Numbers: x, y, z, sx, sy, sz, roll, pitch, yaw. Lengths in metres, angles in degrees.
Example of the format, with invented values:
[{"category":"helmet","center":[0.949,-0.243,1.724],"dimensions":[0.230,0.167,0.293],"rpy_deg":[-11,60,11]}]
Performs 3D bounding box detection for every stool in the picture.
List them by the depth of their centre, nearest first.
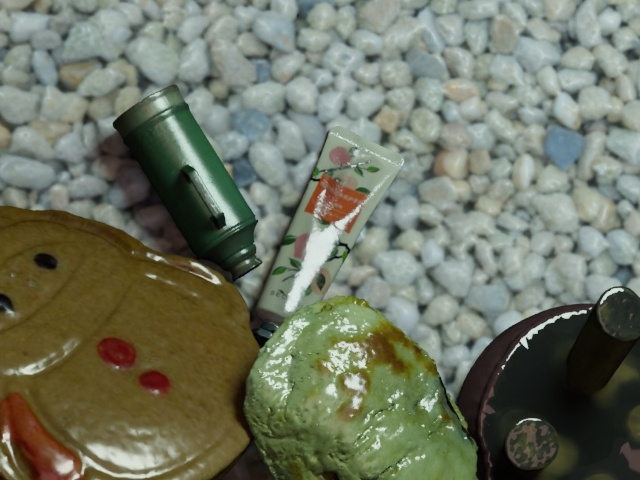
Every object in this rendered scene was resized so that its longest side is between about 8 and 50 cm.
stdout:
[{"category":"stool","center":[0.271,0.181,1.763],"dimensions":[0.272,0.178,0.272],"rpy_deg":[2,80,-10]}]

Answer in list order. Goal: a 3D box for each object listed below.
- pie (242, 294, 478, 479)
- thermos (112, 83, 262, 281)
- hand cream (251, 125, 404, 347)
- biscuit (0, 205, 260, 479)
[{"category":"pie","center":[0.047,0.163,1.693],"dimensions":[0.201,0.090,0.248],"rpy_deg":[-38,96,-31]},{"category":"thermos","center":[-0.114,-0.051,1.794],"dimensions":[0.073,0.083,0.187],"rpy_deg":[-30,87,-42]},{"category":"hand cream","center":[0.000,0.000,1.825],"dimensions":[0.080,0.050,0.234],"rpy_deg":[26,71,0]},{"category":"biscuit","center":[-0.235,0.093,1.677],"dimensions":[0.381,0.074,0.359],"rpy_deg":[36,40,9]}]
